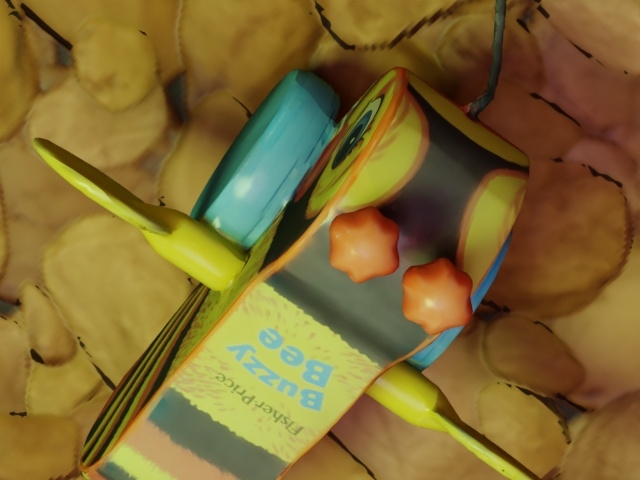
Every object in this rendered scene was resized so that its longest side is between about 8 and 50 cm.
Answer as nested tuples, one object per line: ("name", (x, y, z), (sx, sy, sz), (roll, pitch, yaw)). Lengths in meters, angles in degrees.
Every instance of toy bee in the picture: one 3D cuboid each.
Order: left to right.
("toy bee", (0.000, 0.000, 0.597), (0.195, 0.162, 0.298), (16, 115, 0))
